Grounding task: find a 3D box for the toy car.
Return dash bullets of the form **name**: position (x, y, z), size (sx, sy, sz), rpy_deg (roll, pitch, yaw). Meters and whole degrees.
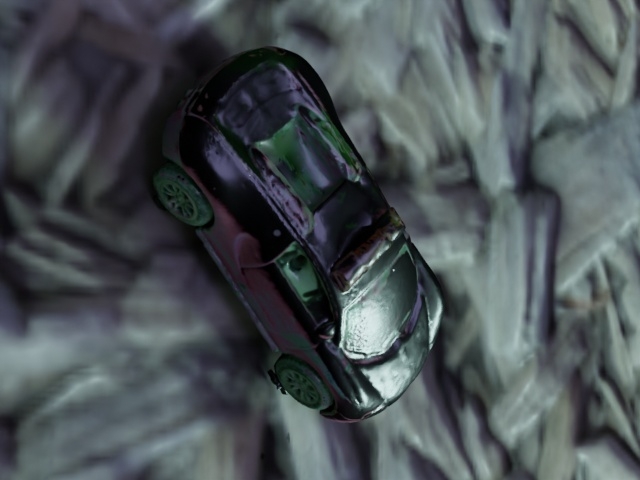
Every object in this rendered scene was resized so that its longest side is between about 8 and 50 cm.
- **toy car**: position (0.000, 0.000, 0.479), size (0.069, 0.055, 0.142), rpy_deg (-46, 116, -32)
